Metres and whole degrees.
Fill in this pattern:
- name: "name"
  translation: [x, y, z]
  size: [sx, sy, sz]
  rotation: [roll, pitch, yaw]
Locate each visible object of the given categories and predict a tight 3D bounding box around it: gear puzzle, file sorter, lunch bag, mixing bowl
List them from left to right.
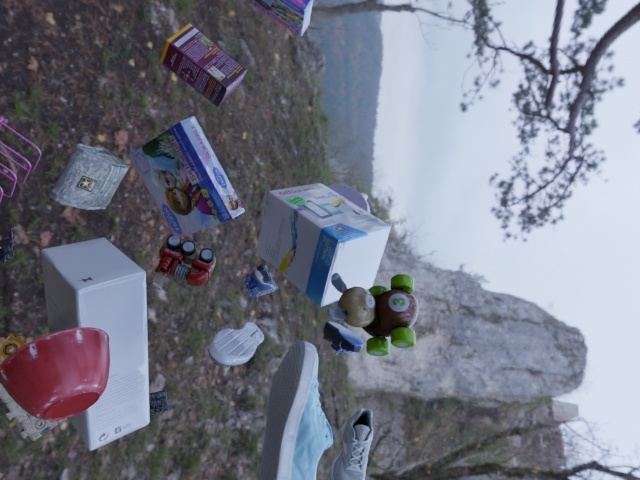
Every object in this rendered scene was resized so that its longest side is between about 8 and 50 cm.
- name: "file sorter"
  translation: [-1.131, -0.233, 1.759]
  size: [0.202, 0.182, 0.290]
  rotation: [-30, -151, 46]
- name: "gear puzzle"
  translation: [-0.848, 0.413, 1.492]
  size: [0.175, 0.044, 0.338]
  rotation: [-36, 123, -33]
- name: "mixing bowl"
  translation: [-0.437, 0.239, 0.876]
  size: [0.098, 0.182, 0.181]
  rotation: [56, -20, 25]
- name: "lunch bag"
  translation: [-0.939, -0.254, 2.082]
  size: [0.235, 0.169, 0.287]
  rotation: [-58, 177, 7]

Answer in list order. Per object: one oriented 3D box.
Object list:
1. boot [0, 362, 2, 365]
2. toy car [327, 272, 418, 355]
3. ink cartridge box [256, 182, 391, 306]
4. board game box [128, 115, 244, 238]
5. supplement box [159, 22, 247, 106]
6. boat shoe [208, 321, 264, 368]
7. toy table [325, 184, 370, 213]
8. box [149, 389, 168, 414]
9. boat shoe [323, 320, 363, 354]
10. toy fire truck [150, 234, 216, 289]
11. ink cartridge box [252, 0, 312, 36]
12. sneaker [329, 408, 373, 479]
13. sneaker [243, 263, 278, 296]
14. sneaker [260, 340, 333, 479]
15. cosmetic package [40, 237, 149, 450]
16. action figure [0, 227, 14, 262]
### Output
- name: "boot"
  translation: [-1.044, 0.389, 1.526]
  size: [0.095, 0.259, 0.123]
  rotation: [47, 54, -67]
- name: "toy car"
  translation: [0.097, 0.138, 1.093]
  size: [0.149, 0.189, 0.154]
  rotation: [-33, -139, 45]
- name: "ink cartridge box"
  translation: [0.000, 0.000, 1.346]
  size: [0.198, 0.270, 0.197]
  rotation: [-15, 129, -43]
- name: "board game box"
  translation: [-0.426, -0.182, 1.613]
  size: [0.066, 0.318, 0.318]
  rotation: [-39, 107, -45]
- name: "supplement box"
  translation: [-0.303, -0.453, 1.335]
  size: [0.081, 0.188, 0.104]
  rotation: [-40, -165, 51]
- name: "boat shoe"
  translation: [-0.272, 0.346, 1.610]
  size: [0.119, 0.121, 0.335]
  rotation: [-46, 169, 8]
- name: "toy table"
  translation: [0.102, -0.109, 2.111]
  size: [0.252, 0.274, 0.161]
  rotation: [-51, 145, -1]
- name: "box"
  translation: [-0.636, 0.635, 2.022]
  size: [0.018, 0.067, 0.083]
  rotation: [100, -25, -56]
- name: "boat shoe"
  translation: [0.086, 0.384, 1.954]
  size: [0.258, 0.109, 0.088]
  rotation: [-158, -95, -71]
- name: "toy fire truck"
  translation: [-0.554, 0.119, 2.027]
  size: [0.158, 0.217, 0.246]
  rotation: [117, -4, -60]
- name: "ink cartridge box"
  translation: [-0.114, -0.709, 1.501]
  size: [0.065, 0.186, 0.311]
  rotation: [-59, -173, 1]
- name: "sneaker"
  translation: [0.093, 0.573, 1.412]
  size: [0.262, 0.099, 0.121]
  rotation: [-77, -175, -57]
- name: "sneaker"
  translation: [-0.169, 0.123, 1.441]
  size: [0.080, 0.081, 0.211]
  rotation: [62, -10, 13]
- name: "sneaker"
  translation: [-0.039, 0.422, 1.218]
  size: [0.135, 0.150, 0.365]
  rotation: [9, -93, 61]
- name: "cosmetic package"
  translation: [-0.548, 0.249, 1.266]
  size: [0.162, 0.230, 0.452]
  rotation: [-16, 123, -41]
- name: "action figure"
  translation: [-1.109, 0.014, 1.585]
  size: [0.164, 0.276, 0.140]
  rotation: [-28, -109, 52]
